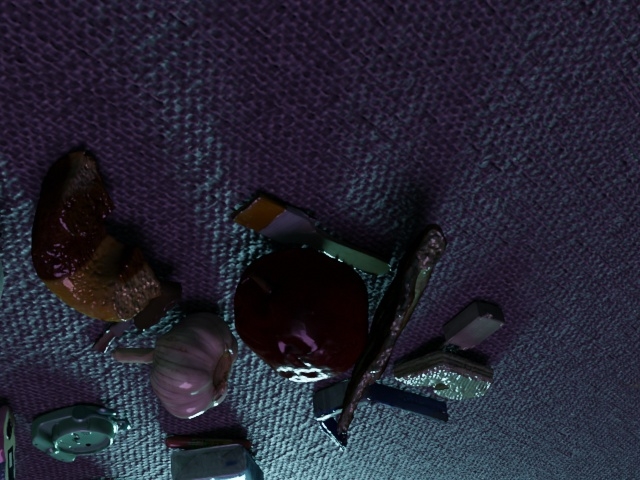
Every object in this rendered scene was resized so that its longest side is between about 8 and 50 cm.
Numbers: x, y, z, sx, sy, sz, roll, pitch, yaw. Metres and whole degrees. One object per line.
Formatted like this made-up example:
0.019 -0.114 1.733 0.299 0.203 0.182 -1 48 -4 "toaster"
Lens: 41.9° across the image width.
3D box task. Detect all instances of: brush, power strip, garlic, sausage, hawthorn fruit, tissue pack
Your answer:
0.000 0.000 1.413 0.336 0.020 0.085 26 130 -39 "brush"
0.296 0.183 1.700 0.075 0.042 0.175 16 137 -30 "power strip"
-0.339 0.135 1.485 0.084 0.071 0.301 29 139 -19 "brush"
-0.276 0.220 1.540 0.226 0.199 0.199 9 146 16 "garlic"
-0.261 0.476 1.960 0.223 0.029 0.029 8 139 -23 "sausage"
-0.047 0.101 1.369 0.230 0.210 0.266 19 159 40 "hawthorn fruit"
-0.240 0.565 2.002 0.177 0.089 0.263 -8 152 2 "tissue pack"

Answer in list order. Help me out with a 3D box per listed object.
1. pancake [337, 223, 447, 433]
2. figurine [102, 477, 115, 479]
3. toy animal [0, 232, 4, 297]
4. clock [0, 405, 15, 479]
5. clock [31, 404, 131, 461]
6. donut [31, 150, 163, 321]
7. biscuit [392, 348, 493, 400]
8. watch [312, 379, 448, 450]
0.128 0.134 1.407 0.067 0.305 0.427 24 125 2 "pancake"
-0.533 0.730 2.117 0.208 0.181 0.257 -27 158 -27 "figurine"
-0.610 0.049 1.171 0.310 0.251 0.251 -3 144 -30 "toy animal"
-0.718 0.429 1.672 0.195 0.194 0.100 0 179 -8 "clock"
-0.508 0.406 1.787 0.188 0.060 0.148 -20 141 12 "clock"
-0.367 0.013 1.249 0.151 0.112 0.295 -3 130 17 "donut"
0.285 0.299 1.827 0.147 0.046 0.250 -24 145 37 "biscuit"
0.134 0.390 1.910 0.276 0.068 0.274 -19 142 11 "watch"
